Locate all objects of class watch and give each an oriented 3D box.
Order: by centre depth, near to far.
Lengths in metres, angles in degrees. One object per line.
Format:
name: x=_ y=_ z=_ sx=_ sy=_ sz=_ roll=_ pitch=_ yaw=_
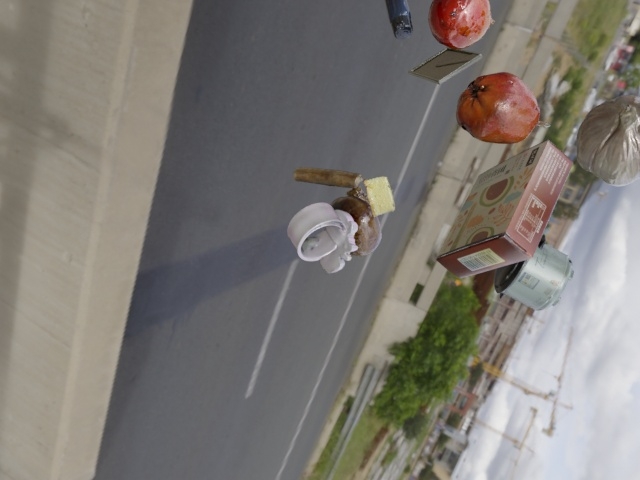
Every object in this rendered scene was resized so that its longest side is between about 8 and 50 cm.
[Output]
watch: x=0.000 y=0.000 z=2.051 sx=0.231 sy=0.196 sz=0.244 roll=0 pitch=133 yaw=-40

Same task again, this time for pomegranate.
pomegranate: x=0.474 y=-0.749 z=1.894 sx=0.235 sy=0.210 sz=0.210 roll=-6 pitch=125 yaw=-34

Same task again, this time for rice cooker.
rice cooker: x=0.734 y=0.107 z=1.991 sx=0.281 sy=0.227 sz=0.241 roll=-65 pitch=177 yaw=35

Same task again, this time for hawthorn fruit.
hawthorn fruit: x=0.561 y=-0.382 z=1.699 sx=0.211 sy=0.299 sz=0.211 roll=-163 pitch=-90 yaw=-74

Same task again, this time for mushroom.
mushroom: x=0.130 y=-0.071 z=2.238 sx=0.297 sy=0.163 sz=0.278 roll=169 pitch=-90 yaw=-69

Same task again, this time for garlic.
garlic: x=0.998 y=-0.341 z=1.872 sx=0.318 sy=0.317 sz=0.259 roll=-60 pitch=154 yaw=-13

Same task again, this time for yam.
yam: x=0.020 y=-0.185 z=1.672 sx=0.056 sy=0.241 sz=0.057 roll=-16 pitch=110 yaw=-51

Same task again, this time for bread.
bread: x=0.182 y=-0.139 z=1.721 sx=0.109 sy=0.084 sz=0.080 roll=58 pitch=22 yaw=-58

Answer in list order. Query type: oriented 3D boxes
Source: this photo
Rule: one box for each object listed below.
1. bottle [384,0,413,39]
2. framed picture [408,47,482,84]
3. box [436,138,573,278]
bottle: x=0.246 y=-0.766 z=1.823 sx=0.082 sy=0.072 sz=0.245 roll=31 pitch=47 yaw=-64
framed picture: x=0.457 y=-0.657 z=2.105 sx=0.189 sy=0.260 sz=0.023 roll=-32 pitch=120 yaw=-3
box: x=0.579 y=-0.090 z=1.803 sx=0.385 sy=0.122 sz=0.344 roll=-57 pitch=-169 yaw=-24
